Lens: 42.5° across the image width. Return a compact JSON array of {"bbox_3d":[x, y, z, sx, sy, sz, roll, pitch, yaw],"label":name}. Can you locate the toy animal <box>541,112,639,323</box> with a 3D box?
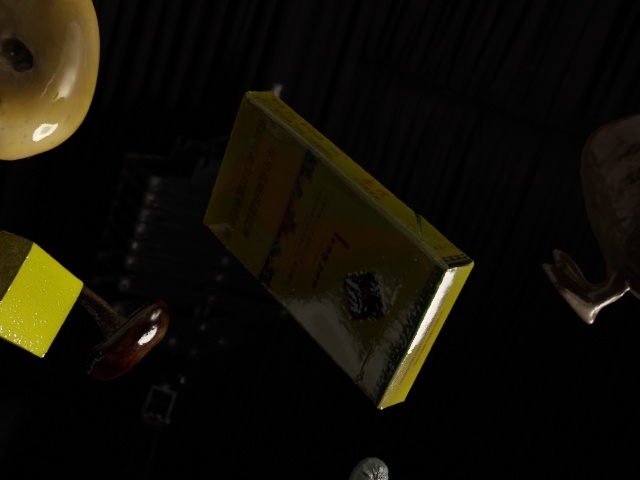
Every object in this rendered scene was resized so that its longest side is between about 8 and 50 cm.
[{"bbox_3d":[0.242,-0.003,0.520,0.188,0.179,0.089,52,-161,6],"label":"toy animal"}]

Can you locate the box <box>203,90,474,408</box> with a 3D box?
[{"bbox_3d":[-0.001,0.000,0.735,0.041,0.153,0.279,-10,-138,-44],"label":"box"}]

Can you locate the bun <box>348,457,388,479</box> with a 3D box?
[{"bbox_3d":[0.079,0.392,1.332,0.045,0.083,0.083,7,-177,41],"label":"bun"}]

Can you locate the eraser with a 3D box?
[{"bbox_3d":[-0.313,0.059,0.867,0.045,0.097,0.122,18,162,17],"label":"eraser"}]

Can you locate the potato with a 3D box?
[{"bbox_3d":[-0.301,-0.187,0.828,0.150,0.233,0.146,1,162,9],"label":"potato"}]

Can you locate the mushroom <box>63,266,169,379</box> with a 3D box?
[{"bbox_3d":[-0.375,0.119,1.393,0.217,0.227,0.148,47,-137,-2],"label":"mushroom"}]
